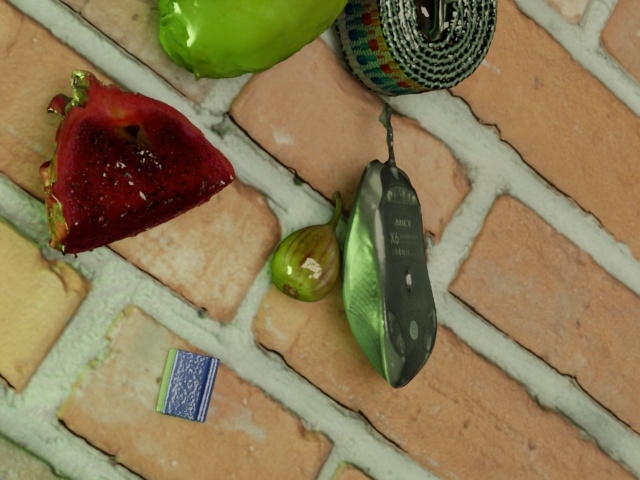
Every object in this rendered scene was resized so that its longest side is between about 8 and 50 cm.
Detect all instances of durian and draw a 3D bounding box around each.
[{"bbox_3d":[-0.072,-0.353,1.875,0.255,0.204,0.340,8,86,5],"label":"durian"}]

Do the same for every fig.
[{"bbox_3d":[-0.012,-0.003,1.942,0.093,0.093,0.166,20,74,-24],"label":"fig"}]

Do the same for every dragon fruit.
[{"bbox_3d":[-0.260,-0.101,1.811,0.262,0.134,0.212,-15,83,-41],"label":"dragon fruit"}]

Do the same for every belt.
[{"bbox_3d":[0.129,-0.324,1.989,0.207,0.150,0.258,2,88,-35],"label":"belt"}]

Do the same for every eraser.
[{"bbox_3d":[-0.168,0.184,1.887,0.063,0.027,0.085,17,80,-26],"label":"eraser"}]

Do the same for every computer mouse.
[{"bbox_3d":[0.079,0.006,1.970,0.167,0.090,0.379,11,76,-62],"label":"computer mouse"}]
